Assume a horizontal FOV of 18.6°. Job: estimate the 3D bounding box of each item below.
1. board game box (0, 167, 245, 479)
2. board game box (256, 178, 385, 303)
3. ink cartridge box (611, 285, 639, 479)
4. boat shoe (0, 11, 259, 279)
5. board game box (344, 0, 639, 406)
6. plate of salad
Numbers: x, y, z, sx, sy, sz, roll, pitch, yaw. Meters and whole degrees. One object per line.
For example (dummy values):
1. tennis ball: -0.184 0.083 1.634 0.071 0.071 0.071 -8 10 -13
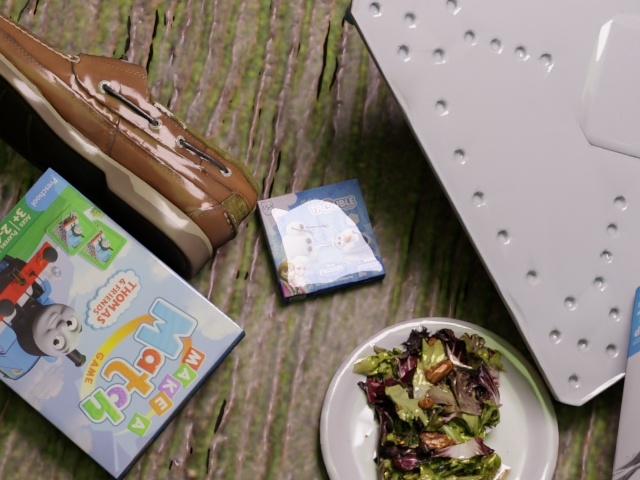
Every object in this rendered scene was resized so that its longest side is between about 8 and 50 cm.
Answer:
1. board game box: -0.192 0.068 1.592 0.211 0.039 0.160 39 82 6
2. board game box: 0.000 0.000 1.655 0.090 0.020 0.090 -14 73 -10
3. ink cartridge box: 0.352 0.188 1.522 0.223 0.129 0.307 23 60 -19
4. boat shoe: -0.188 -0.102 1.631 0.307 0.111 0.104 43 69 -2
5. board game box: 0.264 -0.124 1.628 0.390 0.050 0.390 -32 102 -14
6. plate of salad: 0.099 0.157 1.600 0.200 0.048 0.200 2 72 -5
